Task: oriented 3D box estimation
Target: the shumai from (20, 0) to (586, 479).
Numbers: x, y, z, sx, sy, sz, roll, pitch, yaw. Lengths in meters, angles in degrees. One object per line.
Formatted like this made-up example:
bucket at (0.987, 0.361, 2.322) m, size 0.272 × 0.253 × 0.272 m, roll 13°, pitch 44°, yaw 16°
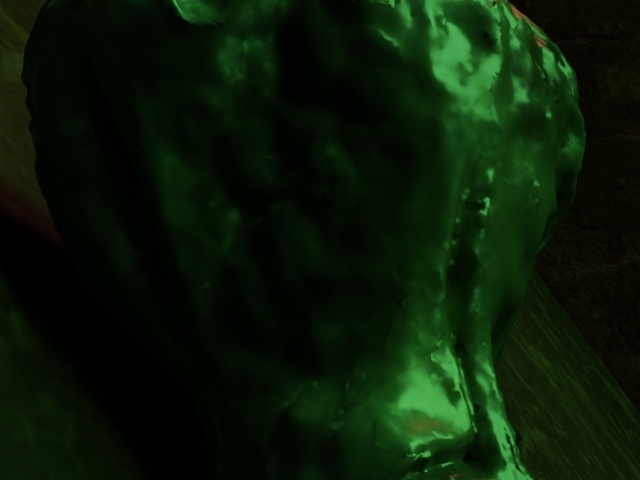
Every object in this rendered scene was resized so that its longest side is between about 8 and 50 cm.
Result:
shumai at (0.000, 0.000, 0.454) m, size 0.261 × 0.225 × 0.222 m, roll 48°, pitch 18°, yaw -21°
